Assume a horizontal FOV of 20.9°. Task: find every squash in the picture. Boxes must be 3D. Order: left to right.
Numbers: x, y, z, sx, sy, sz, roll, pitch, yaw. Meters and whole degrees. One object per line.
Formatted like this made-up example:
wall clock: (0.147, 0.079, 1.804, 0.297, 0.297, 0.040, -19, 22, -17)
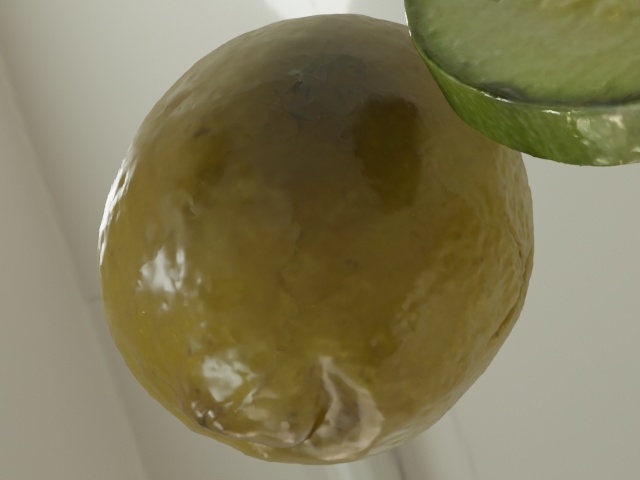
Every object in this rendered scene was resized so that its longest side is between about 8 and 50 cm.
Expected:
squash: (0.170, -0.152, 0.925, 0.049, 0.252, 0.252, 53, -139, -42)

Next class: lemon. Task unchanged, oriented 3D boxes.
lemon: (-0.001, 0.000, 1.127, 0.297, 0.297, 0.297, 21, -120, -41)
